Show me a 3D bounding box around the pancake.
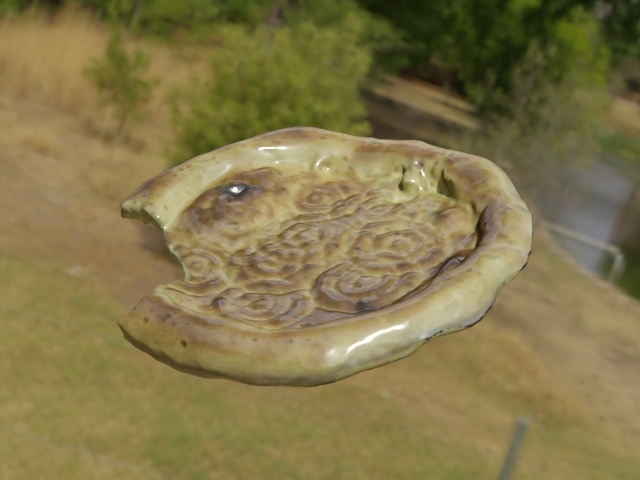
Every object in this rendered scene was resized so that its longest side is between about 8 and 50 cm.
[{"bbox_3d":[0.000,0.000,0.827,0.211,0.029,0.235,-11,30,-7],"label":"pancake"}]
